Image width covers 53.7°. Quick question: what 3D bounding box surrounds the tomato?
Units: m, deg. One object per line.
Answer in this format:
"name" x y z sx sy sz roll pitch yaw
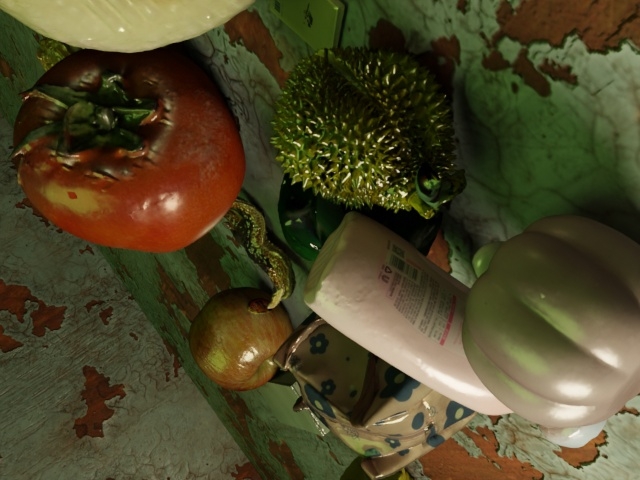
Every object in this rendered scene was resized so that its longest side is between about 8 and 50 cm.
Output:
"tomato" -0.291 -0.130 0.998 0.341 0.341 0.273 46 167 19

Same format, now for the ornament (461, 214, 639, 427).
"ornament" 0.204 0.064 0.541 0.177 0.177 0.177 41 151 28

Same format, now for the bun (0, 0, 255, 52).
"bun" -0.166 -0.333 0.514 0.361 0.361 0.213 115 135 -62

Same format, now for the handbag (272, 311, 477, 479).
"handbag" 0.071 0.193 0.901 0.251 0.193 0.190 29 148 45

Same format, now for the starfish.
"starfish" -0.113 0.021 1.172 0.238 0.071 0.216 45 160 42

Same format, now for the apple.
"apple" -0.161 0.198 1.290 0.188 0.211 0.211 45 153 25

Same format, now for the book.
"book" -0.017 -0.261 0.709 0.111 0.014 0.077 46 155 20

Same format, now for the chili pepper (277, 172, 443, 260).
"chili pepper" 0.024 -0.024 0.797 0.265 0.116 0.148 18 112 46

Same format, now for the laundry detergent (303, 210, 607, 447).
"laundry detergent" 0.145 0.101 0.658 0.335 0.159 0.088 33 128 -8

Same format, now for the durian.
"durian" 0.050 -0.107 0.628 0.198 0.159 0.146 18 163 3

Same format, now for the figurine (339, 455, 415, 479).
"figurine" 0.187 0.592 1.277 0.315 0.168 0.187 51 145 -13

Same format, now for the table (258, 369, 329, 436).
"table" -0.034 0.313 1.327 0.121 0.111 0.240 59 155 -6

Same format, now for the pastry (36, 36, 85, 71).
"pastry" -0.526 -0.400 1.324 0.154 0.102 0.250 59 156 -16
